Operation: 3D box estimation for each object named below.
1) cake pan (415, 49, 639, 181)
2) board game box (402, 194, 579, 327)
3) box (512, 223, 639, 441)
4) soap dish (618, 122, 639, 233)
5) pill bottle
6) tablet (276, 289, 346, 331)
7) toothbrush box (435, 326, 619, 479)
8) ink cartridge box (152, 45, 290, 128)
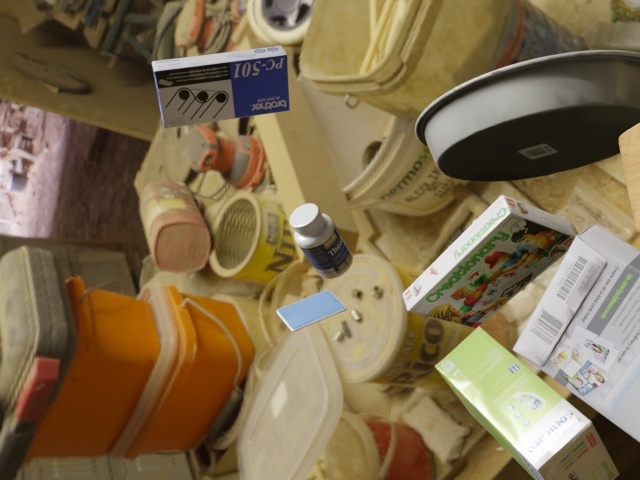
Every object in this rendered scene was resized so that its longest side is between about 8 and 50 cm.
[{"bbox_3d":[0.264,-0.135,0.761,0.293,0.293,0.054,-19,72,48],"label":"cake pan"},{"bbox_3d":[0.328,0.053,1.227,0.305,0.192,0.053,-52,35,36],"label":"board game box"},{"bbox_3d":[0.273,0.095,0.524,0.186,0.038,0.145,38,134,29],"label":"box"},{"bbox_3d":[0.335,-0.041,0.363,0.291,0.228,0.118,29,-105,-83],"label":"soap dish"},{"bbox_3d":[0.000,0.000,0.987,0.067,0.120,0.067,-19,41,17],"label":"pill bottle"},{"bbox_3d":[-0.012,0.095,0.848,0.054,0.083,0.006,42,146,50],"label":"tablet"},{"bbox_3d":[0.366,0.320,1.131,0.122,0.206,0.283,-40,36,-2],"label":"toothbrush box"},{"bbox_3d":[-0.156,-0.246,1.001,0.046,0.207,0.097,-117,20,-50],"label":"ink cartridge box"}]
